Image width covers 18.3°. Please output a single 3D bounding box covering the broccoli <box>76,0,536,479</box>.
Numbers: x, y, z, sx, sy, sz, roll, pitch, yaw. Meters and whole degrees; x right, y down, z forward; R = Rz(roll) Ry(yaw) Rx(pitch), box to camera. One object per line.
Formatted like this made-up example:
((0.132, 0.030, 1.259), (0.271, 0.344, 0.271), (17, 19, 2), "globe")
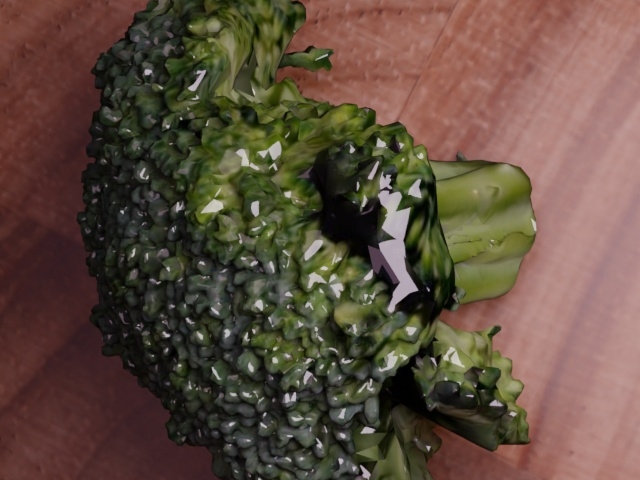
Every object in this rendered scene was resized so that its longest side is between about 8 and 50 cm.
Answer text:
((-0.013, 0.013, 1.294), (0.317, 0.338, 0.277), (15, 116, -11), "broccoli")
